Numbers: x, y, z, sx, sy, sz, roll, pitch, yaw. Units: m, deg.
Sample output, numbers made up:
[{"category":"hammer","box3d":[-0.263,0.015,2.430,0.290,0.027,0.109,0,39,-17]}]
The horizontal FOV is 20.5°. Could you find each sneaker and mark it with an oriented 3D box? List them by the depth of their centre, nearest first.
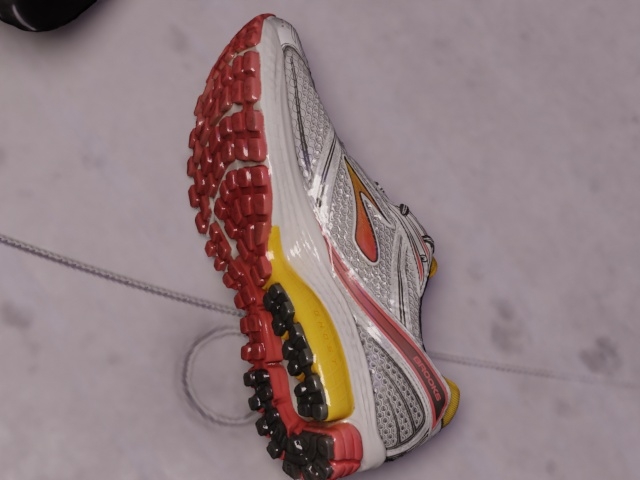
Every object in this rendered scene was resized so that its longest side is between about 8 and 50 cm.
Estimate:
[{"category":"sneaker","box3d":[0.000,0.000,0.839,0.093,0.088,0.225,-9,77,-29]}]

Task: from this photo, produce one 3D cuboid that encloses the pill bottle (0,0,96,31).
[{"category":"pill bottle","box3d":[-0.193,-0.196,0.824,0.219,0.123,0.123,30,75,14]}]
